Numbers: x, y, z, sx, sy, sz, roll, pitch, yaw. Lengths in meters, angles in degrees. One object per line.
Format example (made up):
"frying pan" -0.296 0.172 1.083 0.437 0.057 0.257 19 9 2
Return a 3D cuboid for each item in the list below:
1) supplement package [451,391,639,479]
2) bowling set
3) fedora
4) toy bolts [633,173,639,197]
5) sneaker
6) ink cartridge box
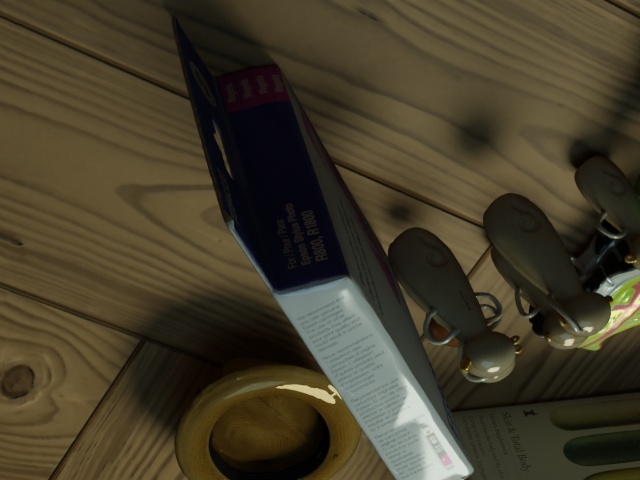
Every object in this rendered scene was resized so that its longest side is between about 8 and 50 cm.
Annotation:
"supplement package" 0.274 0.294 1.833 0.263 0.199 0.198 -5 126 -8
"bowling set" 0.187 0.062 1.660 0.287 0.154 0.200 -22 153 -26
"fedora" -0.055 0.171 1.752 0.194 0.079 0.194 -9 132 -10
"toy bolts" 0.431 -0.090 1.615 0.228 0.218 0.158 -2 112 -33
"sneaker" 0.302 0.032 1.739 0.208 0.081 0.094 -39 131 23
"ink cartridge box" 0.000 0.000 1.491 0.071 0.324 0.330 -26 126 6
